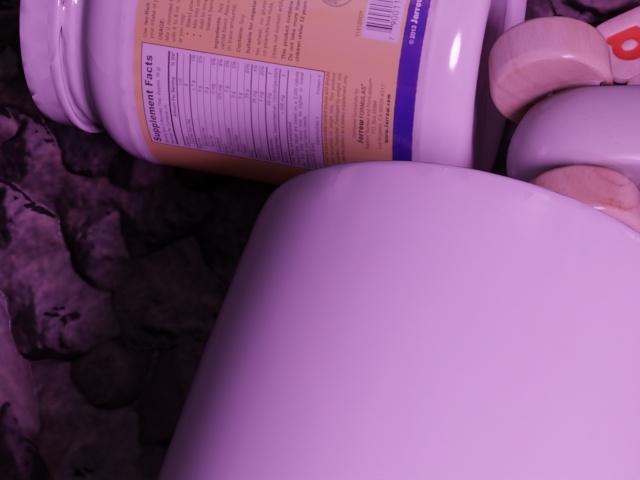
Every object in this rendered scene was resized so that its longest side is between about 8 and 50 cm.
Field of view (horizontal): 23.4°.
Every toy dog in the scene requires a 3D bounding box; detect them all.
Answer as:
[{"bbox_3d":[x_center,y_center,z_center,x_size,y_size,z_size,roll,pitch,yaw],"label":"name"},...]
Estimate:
[{"bbox_3d":[0.258,-0.032,1.040,0.334,0.161,0.220,21,61,5],"label":"toy dog"}]

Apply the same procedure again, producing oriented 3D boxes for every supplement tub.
[{"bbox_3d":[-0.028,-0.160,1.147,0.331,0.241,0.241,11,67,14],"label":"supplement tub"}]

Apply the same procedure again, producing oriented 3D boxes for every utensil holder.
[{"bbox_3d":[0.049,0.190,0.921,0.328,0.327,0.385,11,66,14],"label":"utensil holder"}]

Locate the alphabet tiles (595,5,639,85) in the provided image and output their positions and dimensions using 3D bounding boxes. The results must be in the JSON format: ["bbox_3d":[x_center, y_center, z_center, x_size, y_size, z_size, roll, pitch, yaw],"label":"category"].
[{"bbox_3d":[0.368,-0.150,1.205,0.278,0.021,0.284,-25,64,-4],"label":"alphabet tiles"}]

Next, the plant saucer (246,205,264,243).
[{"bbox_3d":[0.000,0.000,1.188,0.119,0.021,0.119,-3,65,7],"label":"plant saucer"}]
